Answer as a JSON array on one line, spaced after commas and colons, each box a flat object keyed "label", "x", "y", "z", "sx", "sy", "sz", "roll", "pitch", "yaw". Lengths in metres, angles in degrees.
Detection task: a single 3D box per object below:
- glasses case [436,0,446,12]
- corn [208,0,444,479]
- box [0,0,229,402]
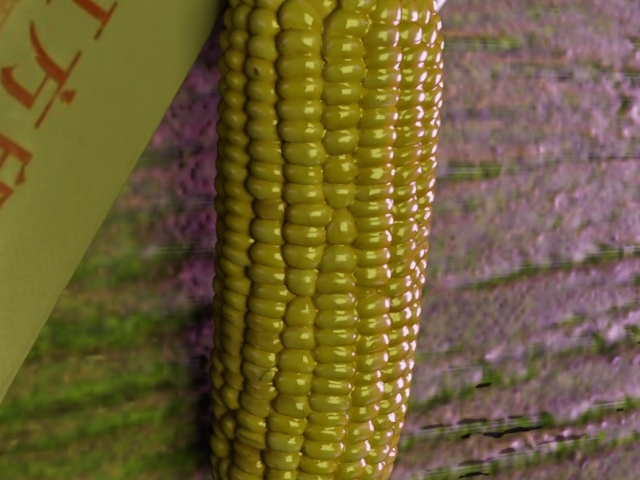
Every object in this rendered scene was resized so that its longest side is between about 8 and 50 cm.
[{"label": "glasses case", "x": 0.044, "y": -0.157, "z": 0.716, "sx": 0.074, "sy": 0.049, "sz": 0.193, "roll": 43, "pitch": 74, "yaw": -26}, {"label": "corn", "x": 0.000, "y": 0.000, "z": 0.660, "sx": 0.093, "sy": 0.093, "sz": 0.244, "roll": -10, "pitch": 114, "yaw": -32}, {"label": "box", "x": -0.216, "y": -0.111, "z": 0.550, "sx": 0.365, "sy": 0.051, "sz": 0.204, "roll": 36, "pitch": 75, "yaw": -31}]
